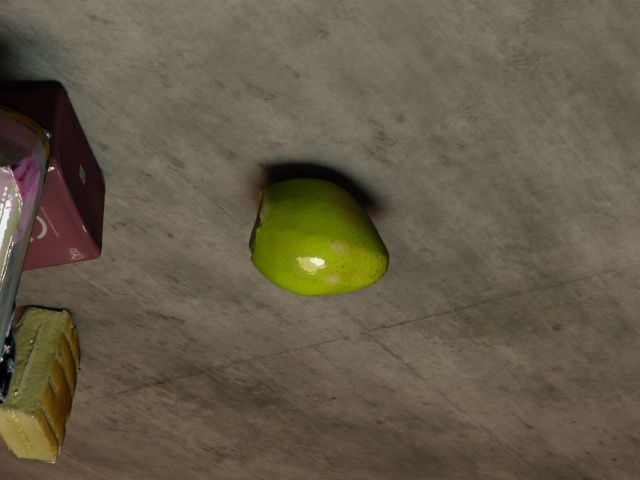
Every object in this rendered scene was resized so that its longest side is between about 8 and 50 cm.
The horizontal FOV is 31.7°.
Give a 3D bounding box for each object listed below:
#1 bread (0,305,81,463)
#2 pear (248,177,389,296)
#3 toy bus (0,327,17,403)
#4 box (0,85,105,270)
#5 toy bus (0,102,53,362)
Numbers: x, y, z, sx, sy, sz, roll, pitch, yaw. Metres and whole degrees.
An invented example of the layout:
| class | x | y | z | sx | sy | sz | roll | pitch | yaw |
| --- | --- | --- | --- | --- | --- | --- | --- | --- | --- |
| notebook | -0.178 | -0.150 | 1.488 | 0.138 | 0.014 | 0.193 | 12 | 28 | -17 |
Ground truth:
| class | x | y | z | sx | sy | sz | roll | pitch | yaw |
| --- | --- | --- | --- | --- | --- | --- | --- | --- | --- |
| bread | -0.544 | 0.282 | 2.191 | 0.111 | 0.239 | 0.246 | 9 | 146 | 3 |
| pear | 0.000 | 0.000 | 1.736 | 0.219 | 0.188 | 0.187 | 12 | 146 | -13 |
| toy bus | -0.622 | 0.046 | 1.652 | 0.249 | 0.209 | 0.440 | -16 | 118 | -2 |
| box | -0.427 | -0.089 | 1.653 | 0.167 | 0.193 | 0.294 | -8 | 146 | 2 |
| toy bus | -0.460 | 0.016 | 1.461 | 0.171 | 0.162 | 0.386 | 13 | 112 | -15 |
